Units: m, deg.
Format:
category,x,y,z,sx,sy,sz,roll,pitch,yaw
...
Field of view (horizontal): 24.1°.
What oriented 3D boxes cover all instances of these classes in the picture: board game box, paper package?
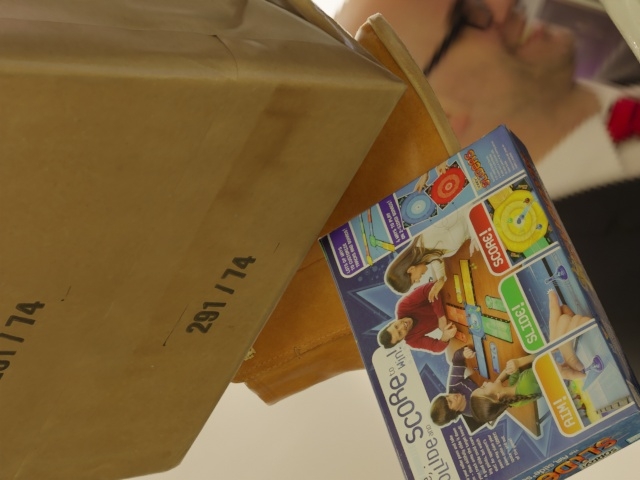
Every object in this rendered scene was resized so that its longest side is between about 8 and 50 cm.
category,x,y,z,sx,sy,sz,roll,pitch,yaw
board game box,0.088,0.049,0.846,0.035,0.136,0.201,36,-151,-50
paper package,-0.165,-0.015,0.829,0.309,0.168,0.325,-2,-48,-43

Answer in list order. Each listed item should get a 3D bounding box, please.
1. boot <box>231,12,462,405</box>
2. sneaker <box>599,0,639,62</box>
category,x,y,z,sx,sy,sz,roll,pitch,yaw
boot,0.000,0.000,1.012,0.295,0.211,0.104,67,179,-47
sneaker,0.116,-0.039,0.326,0.094,0.080,0.212,3,104,63
